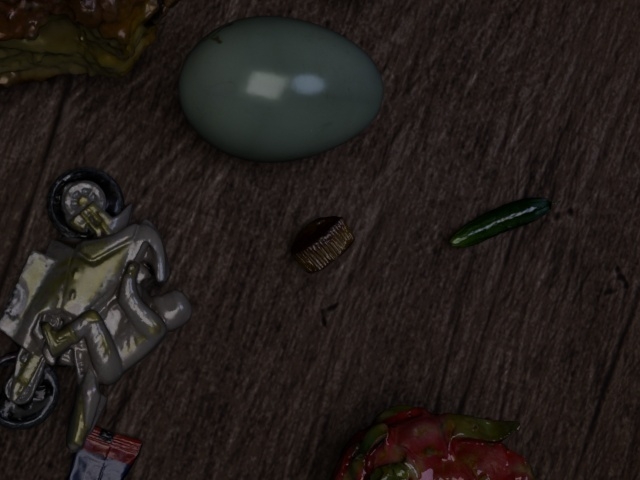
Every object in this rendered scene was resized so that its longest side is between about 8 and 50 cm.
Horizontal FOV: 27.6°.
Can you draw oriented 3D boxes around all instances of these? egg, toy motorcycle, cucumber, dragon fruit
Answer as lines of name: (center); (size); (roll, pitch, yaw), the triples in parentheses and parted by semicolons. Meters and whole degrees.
egg: (-0.047, -0.189, 1.631); (0.264, 0.183, 0.183); (-2, 90, -18)
toy motorcycle: (-0.278, 0.090, 1.617); (0.223, 0.108, 0.340); (21, 78, -5)
cucumber: (0.247, -0.028, 1.765); (0.168, 0.039, 0.039); (-23, 94, -9)
dragon fruit: (0.155, 0.335, 1.648); (0.303, 0.231, 0.237); (26, 72, -21)

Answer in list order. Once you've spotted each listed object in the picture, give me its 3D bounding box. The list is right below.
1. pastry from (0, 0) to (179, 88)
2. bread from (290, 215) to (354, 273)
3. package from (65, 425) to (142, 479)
pastry: (-0.379, -0.347, 1.512); (0.405, 0.292, 0.337); (-10, 81, -3)
bread: (0.000, 0.000, 1.690); (0.085, 0.085, 0.053); (-39, 103, -10)
package: (-0.298, 0.337, 1.653); (0.083, 0.022, 0.200); (21, 84, -12)
